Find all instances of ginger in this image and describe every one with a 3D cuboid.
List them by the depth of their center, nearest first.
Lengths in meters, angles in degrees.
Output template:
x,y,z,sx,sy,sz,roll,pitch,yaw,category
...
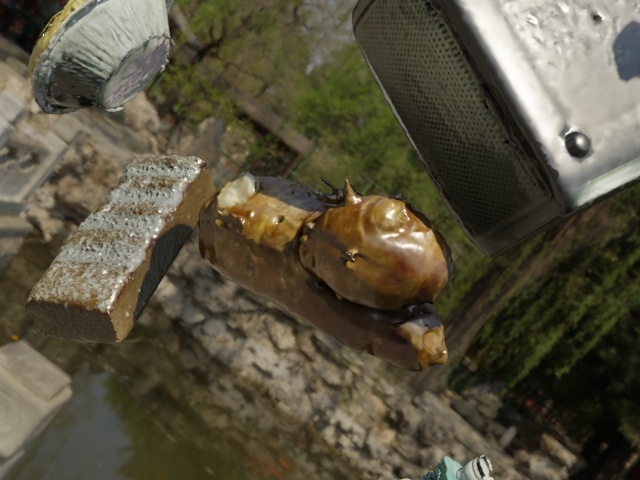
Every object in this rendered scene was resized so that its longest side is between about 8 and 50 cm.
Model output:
x,y,z,sx,sy,sz,roll,pitch,yaw,category
0.000,0.000,1.078,0.418,0.176,0.254,28,-43,28,ginger

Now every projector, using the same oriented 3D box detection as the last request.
x,y,z,sx,sy,sz,roll,pitch,yaw,category
0.306,-0.243,1.070,0.405,0.395,0.242,63,-26,7,projector

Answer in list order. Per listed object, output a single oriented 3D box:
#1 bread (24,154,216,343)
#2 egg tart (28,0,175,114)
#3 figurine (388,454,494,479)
x,y,z,sx,sy,sz,roll,pitch,yaw,category
-0.324,-0.001,1.337,0.165,0.417,0.113,0,-52,18,bread
-0.264,-0.240,1.006,0.094,0.234,0.234,44,1,3,egg tart
0.185,0.453,1.337,0.138,0.245,0.110,65,21,10,figurine
